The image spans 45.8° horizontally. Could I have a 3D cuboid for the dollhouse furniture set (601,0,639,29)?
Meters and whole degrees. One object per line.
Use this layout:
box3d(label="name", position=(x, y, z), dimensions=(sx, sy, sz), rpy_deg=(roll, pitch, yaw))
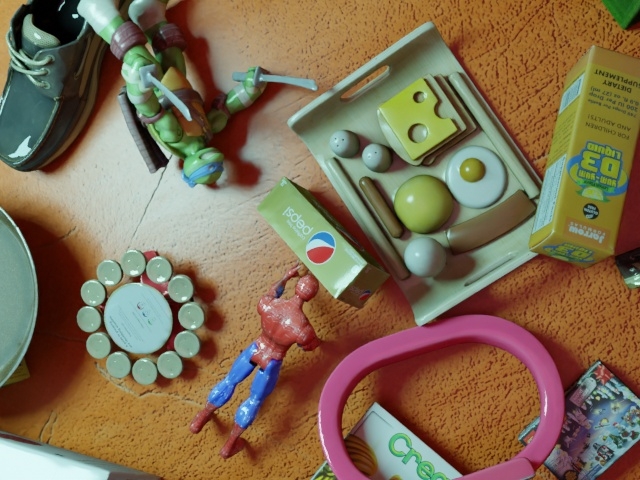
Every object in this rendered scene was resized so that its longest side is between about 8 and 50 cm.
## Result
box3d(label="dollhouse furniture set", position=(0.454, -0.253, 0.807), dimensions=(0.198, 0.151, 0.301), rpy_deg=(-35, 82, 11))

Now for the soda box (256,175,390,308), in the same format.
box3d(label="soda box", position=(0.000, 0.000, 0.932), dimensions=(0.058, 0.061, 0.181), rpy_deg=(-50, 55, 9))

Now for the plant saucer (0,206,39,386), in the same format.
box3d(label="plant saucer", position=(-0.514, 0.076, 1.040), dimensions=(0.311, 0.050, 0.310), rpy_deg=(0, 88, 13))

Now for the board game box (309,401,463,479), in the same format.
box3d(label="board game box", position=(0.121, 0.367, 0.905), dimensions=(0.305, 0.053, 0.193), rpy_deg=(39, 75, 11))

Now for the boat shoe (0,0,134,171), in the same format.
box3d(label="boat shoe", position=(-0.367, -0.263, 1.023), dimensions=(0.132, 0.130, 0.355), rpy_deg=(27, 96, 13))

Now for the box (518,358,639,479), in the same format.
box3d(label="box", position=(0.318, 0.223, 0.902), dimensions=(0.094, 0.027, 0.137), rpy_deg=(44, 100, 11))

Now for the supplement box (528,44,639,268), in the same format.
box3d(label="supplement box", position=(0.301, -0.092, 0.844), dimensions=(0.078, 0.080, 0.233), rpy_deg=(17, 77, -2))

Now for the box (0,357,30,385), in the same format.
box3d(label="box", position=(-0.501, 0.104, 1.092), dimensions=(0.087, 0.058, 0.232), rpy_deg=(-20, 85, 12))

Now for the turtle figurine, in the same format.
box3d(label="turtle figurine", position=(-0.160, -0.222, 0.939), dimensions=(0.198, 0.274, 0.266), rpy_deg=(-29, 81, -24))

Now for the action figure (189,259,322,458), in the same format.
box3d(label="action figure", position=(-0.060, 0.139, 0.975), dimensions=(0.091, 0.139, 0.280), rpy_deg=(36, 120, 9))

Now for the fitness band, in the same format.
box3d(label="fitness band", position=(0.141, 0.202, 0.893), dimensions=(0.291, 0.054, 0.209), rpy_deg=(-17, 63, 2))

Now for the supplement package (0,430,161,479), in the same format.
box3d(label="supplement package", position=(-0.393, 0.350, 0.982), dimensions=(0.293, 0.177, 0.175), rpy_deg=(11, 74, 14))

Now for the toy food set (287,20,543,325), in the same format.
box3d(label="toy food set", position=(0.128, -0.081, 0.918), dimensions=(0.220, 0.092, 0.306), rpy_deg=(-34, 82, 12))

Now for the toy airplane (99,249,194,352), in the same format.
box3d(label="toy airplane", position=(-0.243, 0.091, 1.043), dimensions=(0.151, 0.028, 0.151), rpy_deg=(0, 91, 13))

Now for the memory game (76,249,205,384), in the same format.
box3d(label="memory game", position=(-0.242, 0.105, 1.022), dimensions=(0.186, 0.012, 0.186), rpy_deg=(2, 98, 11))

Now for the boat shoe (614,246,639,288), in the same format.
box3d(label="boat shoe", position=(0.412, 0.001, 0.866), dimensions=(0.152, 0.056, 0.049), rpy_deg=(-33, 87, 12))
